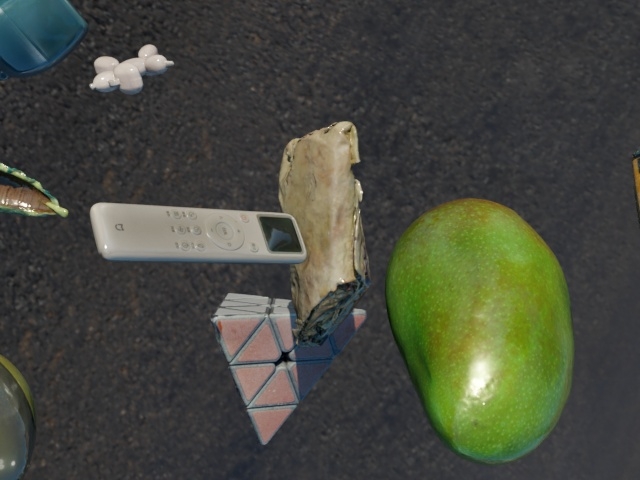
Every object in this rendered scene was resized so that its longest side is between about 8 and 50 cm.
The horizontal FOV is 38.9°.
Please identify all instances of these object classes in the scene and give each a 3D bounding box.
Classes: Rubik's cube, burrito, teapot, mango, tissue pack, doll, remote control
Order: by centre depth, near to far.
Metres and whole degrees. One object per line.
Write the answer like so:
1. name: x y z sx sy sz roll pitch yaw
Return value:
1. teapot: -0.259 0.150 0.629 0.165 0.130 0.119 56 32 -5
2. remote control: -0.124 -0.007 0.992 0.261 0.067 0.029 2 148 -39
3. mango: 0.178 0.093 1.033 0.201 0.382 0.225 -31 116 27
4. burrito: 0.005 0.002 1.339 0.107 0.175 0.347 -4 96 -22
5. Rubik's cube: -0.095 0.186 1.635 0.229 0.228 0.233 -48 -175 46
6. doll: -0.353 -0.310 1.667 0.161 0.160 0.059 -19 115 -18
7. tissue pack: -0.594 -0.446 1.749 0.206 0.287 0.198 -38 140 -3

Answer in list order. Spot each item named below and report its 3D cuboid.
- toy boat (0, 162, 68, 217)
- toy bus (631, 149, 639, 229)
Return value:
1. toy boat: -0.629 -0.102 1.726 0.293 0.099 0.108 16 107 -27
2. toy bus: 0.329 -0.007 0.773 0.091 0.103 0.182 23 56 -38
